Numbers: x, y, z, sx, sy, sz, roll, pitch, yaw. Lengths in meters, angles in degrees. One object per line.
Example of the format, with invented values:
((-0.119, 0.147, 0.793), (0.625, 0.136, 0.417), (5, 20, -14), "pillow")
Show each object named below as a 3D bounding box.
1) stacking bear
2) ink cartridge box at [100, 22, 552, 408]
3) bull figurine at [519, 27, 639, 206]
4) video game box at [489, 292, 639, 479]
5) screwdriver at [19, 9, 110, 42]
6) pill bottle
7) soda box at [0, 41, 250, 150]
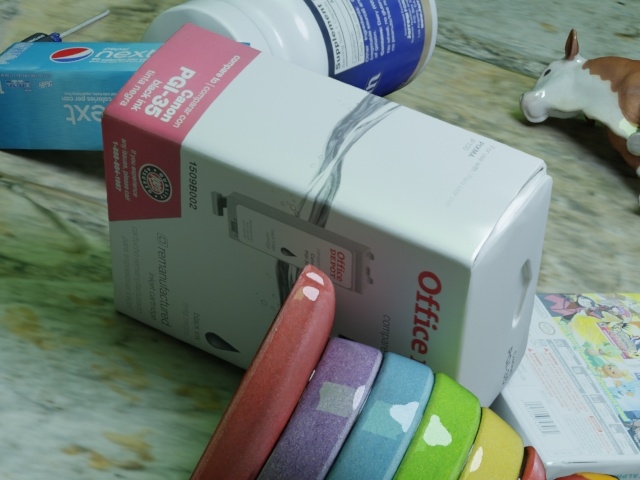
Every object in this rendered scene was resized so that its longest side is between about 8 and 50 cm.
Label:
((0.075, 0.161, 1.229), (0.289, 0.164, 0.175), (28, -12, -1), "stacking bear")
((0.000, 0.000, 1.360), (0.283, 0.207, 0.117), (23, 49, 20), "ink cartridge box")
((0.340, -0.096, 1.815), (0.310, 0.101, 0.188), (12, 35, -3), "bull figurine")
((0.203, 0.113, 1.466), (0.187, 0.048, 0.205), (-1, 35, -21), "video game box")
((-0.227, -0.186, 1.767), (0.025, 0.024, 0.170), (-2, 19, 30), "screwdriver")
((-0.027, -0.171, 1.708), (0.153, 0.153, 0.265), (32, 35, 24), "pill bottle")
((-0.160, -0.115, 1.570), (0.210, 0.071, 0.067), (2, 26, 19), "soda box")
